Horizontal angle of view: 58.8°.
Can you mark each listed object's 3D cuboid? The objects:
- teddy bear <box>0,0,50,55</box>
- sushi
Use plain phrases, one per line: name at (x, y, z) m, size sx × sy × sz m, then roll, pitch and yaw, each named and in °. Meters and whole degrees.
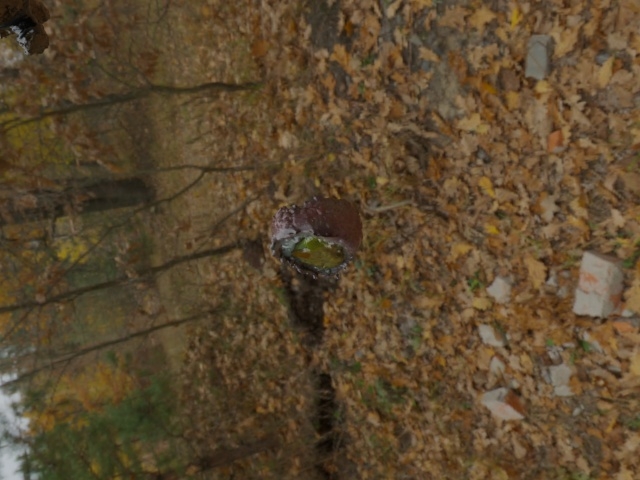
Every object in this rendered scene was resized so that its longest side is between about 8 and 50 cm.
teddy bear at (-0.456, -0.321, 0.764) m, size 0.182 × 0.129 × 0.251 m, roll 45°, pitch -161°, yaw -16°
sushi at (0.015, -0.005, 1.098) m, size 0.162 × 0.241 × 0.107 m, roll -14°, pitch 60°, yaw 30°
